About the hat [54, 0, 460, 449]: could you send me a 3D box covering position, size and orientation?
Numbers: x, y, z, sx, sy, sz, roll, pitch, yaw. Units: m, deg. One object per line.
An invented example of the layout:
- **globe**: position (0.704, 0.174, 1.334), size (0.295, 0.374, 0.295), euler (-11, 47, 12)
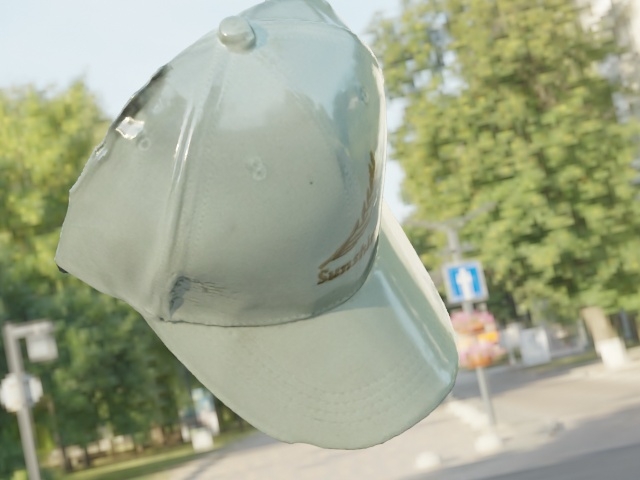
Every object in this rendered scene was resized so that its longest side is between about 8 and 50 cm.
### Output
- **hat**: position (-0.006, -0.002, 0.941), size (0.258, 0.301, 0.168), euler (-42, 9, -28)
